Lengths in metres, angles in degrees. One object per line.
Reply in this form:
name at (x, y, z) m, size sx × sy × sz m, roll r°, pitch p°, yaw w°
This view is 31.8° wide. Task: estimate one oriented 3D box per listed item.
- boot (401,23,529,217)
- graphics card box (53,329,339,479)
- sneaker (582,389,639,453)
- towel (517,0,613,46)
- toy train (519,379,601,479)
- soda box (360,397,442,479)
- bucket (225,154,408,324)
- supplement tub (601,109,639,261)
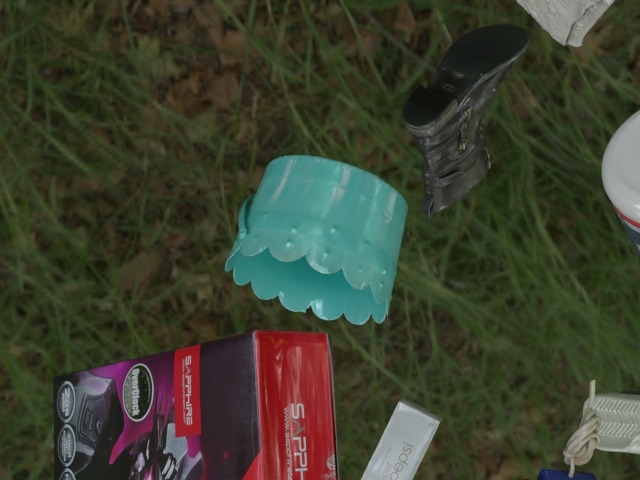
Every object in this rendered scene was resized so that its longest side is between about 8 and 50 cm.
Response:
boot at (0.228, -0.182, 1.717) m, size 0.263 × 0.091 × 0.229 m, roll -42°, pitch 144°, yaw -11°
graphics card box at (-0.133, 0.224, 1.086) m, size 0.094 × 0.233 × 0.371 m, roll 6°, pitch 166°, yaw -40°
sneaker at (0.598, 0.305, 1.817) m, size 0.148 × 0.350 × 0.131 m, roll -1°, pitch 97°, yaw -34°
towel at (0.219, -0.347, 1.285) m, size 0.049 × 0.187 × 0.282 m, roll -43°, pitch 84°, yaw -7°
toy train at (0.260, 0.276, 1.089) m, size 0.105 × 0.143 × 0.248 m, roll 7°, pitch 105°, yaw -17°
soda box at (0.101, 0.343, 1.648) m, size 0.069 × 0.074 × 0.216 m, roll 25°, pitch 90°, yaw 9°
bucket at (0.000, 0.000, 1.771) m, size 0.281 × 0.183 × 0.281 m, roll 16°, pitch 161°, yaw 6°
supplement tub at (0.487, -0.038, 1.440) m, size 0.191 × 0.191 × 0.272 m, roll -27°, pitch 136°, yaw 14°
